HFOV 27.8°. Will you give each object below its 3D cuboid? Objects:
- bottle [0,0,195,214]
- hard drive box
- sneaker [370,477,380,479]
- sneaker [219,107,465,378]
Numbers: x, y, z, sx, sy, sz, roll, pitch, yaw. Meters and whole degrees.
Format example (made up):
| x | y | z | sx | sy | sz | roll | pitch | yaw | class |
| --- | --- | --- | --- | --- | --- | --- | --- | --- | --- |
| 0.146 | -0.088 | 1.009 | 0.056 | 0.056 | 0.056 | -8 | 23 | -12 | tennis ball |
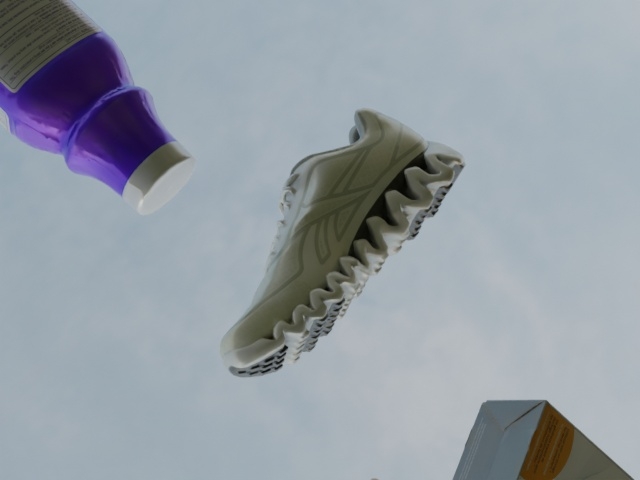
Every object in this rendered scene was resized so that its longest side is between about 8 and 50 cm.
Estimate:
| x | y | z | sx | sy | sz | roll | pitch | yaw | class |
| --- | --- | --- | --- | --- | --- | --- | --- | --- | --- |
| -0.226 | -0.138 | 1.098 | 0.283 | 0.092 | 0.118 | 42 | -115 | 11 | bottle |
| 0.233 | 0.294 | 1.290 | 0.232 | 0.089 | 0.181 | 41 | -119 | -28 | hard drive box |
| 0.044 | 0.276 | 1.270 | 0.037 | 0.032 | 0.083 | 34 | -74 | 6 | sneaker |
| 0.000 | 0.000 | 1.117 | 0.118 | 0.110 | 0.292 | 40 | -118 | 6 | sneaker |
